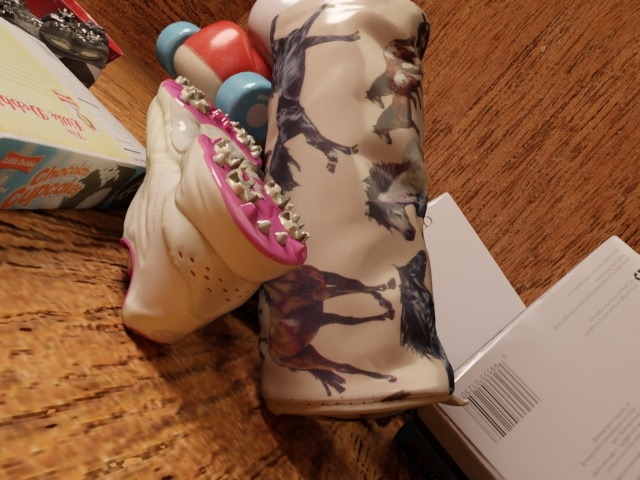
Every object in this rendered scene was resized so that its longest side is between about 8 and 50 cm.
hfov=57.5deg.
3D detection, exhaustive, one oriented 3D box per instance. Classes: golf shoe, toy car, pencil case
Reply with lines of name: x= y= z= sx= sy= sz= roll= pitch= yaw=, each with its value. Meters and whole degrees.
golf shoe: x=-0.114 y=-0.040 z=0.476 sx=0.115 sy=0.140 sz=0.306 roll=39 pitch=12 yaw=-30
toy car: x=-0.046 y=-0.232 z=0.753 sx=0.219 sy=0.238 sz=0.210 roll=46 pitch=-1 yaw=40
golf shoe: x=-0.331 y=-0.214 z=0.616 sx=0.198 sy=0.094 sz=0.077 roll=21 pitch=33 yaw=-21
pencil case: x=0.035 y=-0.042 z=0.556 sx=0.184 sy=0.410 sz=0.160 roll=12 pitch=-20 yaw=-36

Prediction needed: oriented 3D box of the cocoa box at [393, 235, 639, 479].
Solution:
cocoa box: x=0.305 y=0.209 z=0.739 sx=0.231 sy=0.347 sz=0.228 roll=48 pitch=-22 yaw=19

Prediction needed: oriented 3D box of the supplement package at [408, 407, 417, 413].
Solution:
supplement package: x=0.240 y=0.253 z=1.226 sx=0.198 sy=0.199 sz=0.262 roll=47 pitch=1 yaw=-3

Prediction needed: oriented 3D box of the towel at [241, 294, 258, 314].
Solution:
towel: x=-0.150 y=0.002 z=0.746 sx=0.102 sy=0.021 sz=0.237 roll=49 pitch=0 yaw=-42

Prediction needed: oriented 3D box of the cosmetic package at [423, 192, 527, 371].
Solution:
cosmetic package: x=0.237 y=0.176 z=0.998 sx=0.453 sy=0.230 sz=0.161 roll=57 pitch=-5 yaw=10

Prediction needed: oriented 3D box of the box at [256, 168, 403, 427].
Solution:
box: x=-0.042 y=0.028 z=0.796 sx=0.395 sy=0.097 sz=0.318 roll=52 pitch=-5 yaw=-27

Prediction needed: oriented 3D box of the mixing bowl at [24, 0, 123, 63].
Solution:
mixing bowl: x=-0.350 y=-0.269 z=0.729 sx=0.181 sy=0.098 sz=0.181 roll=47 pitch=3 yaw=-3

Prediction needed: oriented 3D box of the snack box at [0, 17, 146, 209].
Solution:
snack box: x=-0.239 y=-0.108 z=0.443 sx=0.187 sy=0.060 sz=0.322 roll=46 pitch=2 yaw=-2

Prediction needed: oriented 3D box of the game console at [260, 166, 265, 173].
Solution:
game console: x=-0.117 y=-0.125 z=1.030 sx=0.386 sy=0.060 sz=0.342 roll=46 pitch=-31 yaw=10
